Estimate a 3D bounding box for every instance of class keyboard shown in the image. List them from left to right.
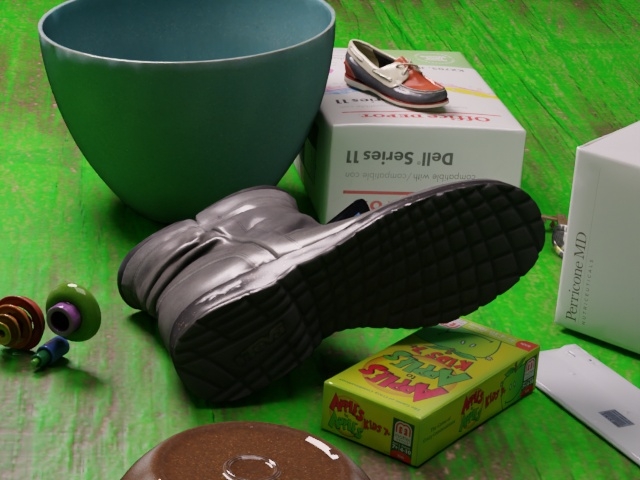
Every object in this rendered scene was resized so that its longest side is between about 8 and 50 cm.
[{"bbox_3d":[0.247,0.144,1.460,0.072,0.014,0.256,-12,27,-25],"label":"keyboard"}]

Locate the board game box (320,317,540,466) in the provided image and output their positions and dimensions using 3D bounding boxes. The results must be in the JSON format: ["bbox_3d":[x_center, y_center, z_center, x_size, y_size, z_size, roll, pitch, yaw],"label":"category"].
[{"bbox_3d":[0.091,0.117,1.450,0.092,0.043,0.181,19,26,32],"label":"board game box"}]

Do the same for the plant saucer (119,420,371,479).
[{"bbox_3d":[-0.050,0.176,1.286,0.198,0.036,0.198,4,21,-1],"label":"plant saucer"}]

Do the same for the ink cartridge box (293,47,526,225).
[{"bbox_3d":[0.088,-0.097,1.879,0.207,0.119,0.353,0,22,-11],"label":"ink cartridge box"}]

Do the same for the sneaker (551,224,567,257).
[{"bbox_3d":[0.263,0.009,1.780,0.035,0.031,0.083,3,22,-43],"label":"sneaker"}]

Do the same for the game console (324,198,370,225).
[{"bbox_3d":[0.059,0.018,1.658,0.071,0.107,0.122,-17,11,28],"label":"game console"}]

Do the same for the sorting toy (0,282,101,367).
[{"bbox_3d":[-0.230,0.073,1.475,0.102,0.061,0.042,-11,14,28],"label":"sorting toy"}]

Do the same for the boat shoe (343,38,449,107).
[{"bbox_3d":[0.076,-0.168,1.833,0.049,0.043,0.137,-14,29,-41],"label":"boat shoe"}]

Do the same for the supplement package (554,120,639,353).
[{"bbox_3d":[0.379,0.017,1.573,0.293,0.178,0.175,20,27,34],"label":"supplement package"}]

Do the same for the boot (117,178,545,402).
[{"bbox_3d":[0.000,0.000,1.528,0.338,0.118,0.223,-18,26,-11],"label":"boot"}]

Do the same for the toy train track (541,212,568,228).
[{"bbox_3d":[0.263,-0.012,1.847,0.083,0.014,0.048,12,15,3],"label":"toy train track"}]

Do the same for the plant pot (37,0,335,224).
[{"bbox_3d":[-0.128,-0.129,1.800,0.290,0.195,0.290,-1,24,1],"label":"plant pot"}]
